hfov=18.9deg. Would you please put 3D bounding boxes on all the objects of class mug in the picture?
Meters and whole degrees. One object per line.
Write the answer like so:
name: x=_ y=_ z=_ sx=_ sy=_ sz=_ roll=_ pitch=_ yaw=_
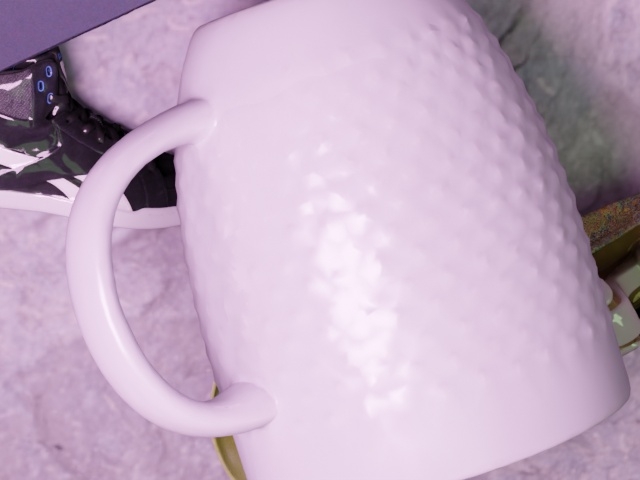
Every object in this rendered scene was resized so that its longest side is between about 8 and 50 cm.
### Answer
mug: x=0.000 y=0.000 z=1.307 sx=0.374 sy=0.276 sz=0.328 roll=-19 pitch=95 yaw=-33

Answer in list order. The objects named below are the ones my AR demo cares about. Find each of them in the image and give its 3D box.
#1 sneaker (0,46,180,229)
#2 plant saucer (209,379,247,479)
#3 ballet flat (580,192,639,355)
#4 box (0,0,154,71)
sneaker: x=-0.170 y=-0.080 z=1.380 sx=0.217 sy=0.079 sz=0.121 roll=4 pitch=116 yaw=-14
plant saucer: x=0.027 y=0.122 z=1.550 sx=0.241 sy=0.037 sz=0.241 roll=-5 pitch=117 yaw=-10
ballet flat: x=0.247 y=0.028 z=1.481 sx=0.348 sy=0.123 sz=0.123 roll=-30 pitch=119 yaw=-4
box: x=-0.166 y=-0.271 z=1.125 sx=0.343 sy=0.312 sz=0.179 roll=-24 pitch=127 yaw=5
